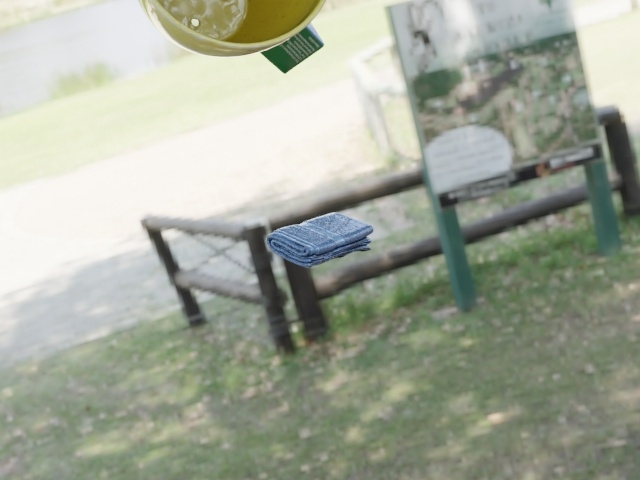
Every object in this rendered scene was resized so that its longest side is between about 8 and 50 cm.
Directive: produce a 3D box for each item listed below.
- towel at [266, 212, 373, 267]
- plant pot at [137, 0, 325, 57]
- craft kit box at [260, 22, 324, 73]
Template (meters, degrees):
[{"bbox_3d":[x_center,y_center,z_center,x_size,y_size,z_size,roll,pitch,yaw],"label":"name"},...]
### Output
[{"bbox_3d":[0.000,0.000,1.353,0.067,0.029,0.119,24,27,32],"label":"towel"},{"bbox_3d":[-0.069,-0.174,0.817,0.134,0.134,0.095,-21,-4,-22],"label":"plant pot"},{"bbox_3d":[-0.115,-0.297,1.128,0.061,0.247,0.250,-32,-24,11],"label":"craft kit box"}]
